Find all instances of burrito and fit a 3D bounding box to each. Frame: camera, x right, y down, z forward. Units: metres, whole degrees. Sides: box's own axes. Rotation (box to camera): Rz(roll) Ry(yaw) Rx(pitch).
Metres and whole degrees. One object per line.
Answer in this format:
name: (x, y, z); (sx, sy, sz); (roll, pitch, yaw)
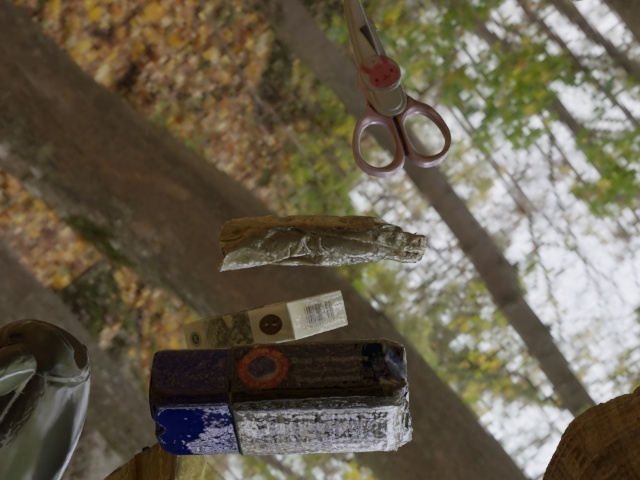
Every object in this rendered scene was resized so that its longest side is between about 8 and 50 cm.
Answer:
burrito: (0.000, 0.001, 1.279); (0.230, 0.058, 0.063); (-3, -165, 0)

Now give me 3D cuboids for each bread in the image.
bread: (-0.270, 0.407, 1.690); (0.240, 0.135, 0.178); (-37, -173, 39)

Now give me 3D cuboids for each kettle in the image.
kettle: (-0.475, 0.263, 1.675); (0.324, 0.228, 0.321); (-58, 161, 18)

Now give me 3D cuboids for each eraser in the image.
eraser: (-0.048, 0.209, 1.523); (0.332, 0.155, 0.101); (-2, -131, 2)

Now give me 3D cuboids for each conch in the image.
conch: (0.496, 0.374, 1.743); (0.352, 0.297, 0.210); (-25, 170, -6)

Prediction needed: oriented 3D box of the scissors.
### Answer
scissors: (0.069, -0.191, 1.402); (0.118, 0.242, 0.030); (-15, 162, -11)

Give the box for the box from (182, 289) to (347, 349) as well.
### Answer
box: (-0.102, 0.153, 2.140); (0.256, 0.069, 0.164); (-14, 178, 36)
